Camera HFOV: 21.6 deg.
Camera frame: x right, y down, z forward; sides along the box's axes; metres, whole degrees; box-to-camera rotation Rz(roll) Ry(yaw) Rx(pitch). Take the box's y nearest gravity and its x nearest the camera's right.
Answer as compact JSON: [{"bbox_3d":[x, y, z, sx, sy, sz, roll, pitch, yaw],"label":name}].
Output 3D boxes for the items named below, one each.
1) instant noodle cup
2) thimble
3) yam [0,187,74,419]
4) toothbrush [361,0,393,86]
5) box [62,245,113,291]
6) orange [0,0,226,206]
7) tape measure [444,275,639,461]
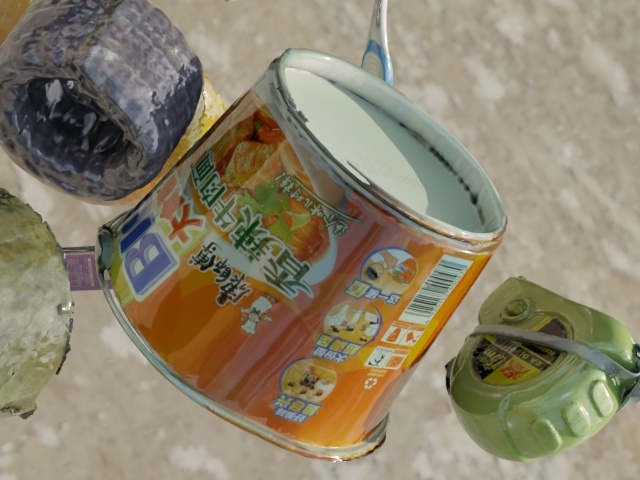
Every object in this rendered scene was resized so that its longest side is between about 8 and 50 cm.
[{"bbox_3d":[0.000,0.000,1.331,0.296,0.214,0.296,32,24,-16],"label":"instant noodle cup"},{"bbox_3d":[-0.169,-0.110,1.250,0.150,0.150,0.097,46,44,-19],"label":"thimble"},{"bbox_3d":[-0.322,0.047,1.049,0.304,0.168,0.168,0,69,-39],"label":"yam"},{"bbox_3d":[0.057,-0.167,1.768,0.040,0.040,0.386,-20,124,-50],"label":"toothbrush"},{"bbox_3d":[-0.214,0.025,1.500,0.051,0.117,0.036,-19,105,-57],"label":"box"},{"bbox_3d":[-0.270,-0.175,1.859,0.334,0.262,0.196,47,48,12],"label":"orange"},{"bbox_3d":[0.180,0.112,1.379,0.154,0.177,0.087,-39,119,-19],"label":"tape measure"}]
